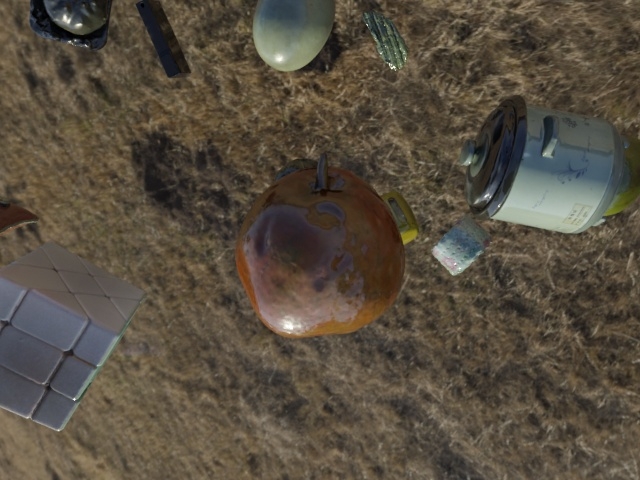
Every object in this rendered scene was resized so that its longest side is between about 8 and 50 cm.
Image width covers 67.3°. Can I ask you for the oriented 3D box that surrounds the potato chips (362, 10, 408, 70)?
[{"bbox_3d":[0.210,-0.630,1.498,0.092,0.028,0.207,-17,121,31],"label":"potato chips"}]

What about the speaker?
[{"bbox_3d":[-0.463,-0.593,1.422,0.044,0.082,0.218,-18,106,18],"label":"speaker"}]

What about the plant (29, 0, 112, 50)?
[{"bbox_3d":[-0.501,-0.479,0.976,0.256,0.142,0.164,30,108,61],"label":"plant"}]

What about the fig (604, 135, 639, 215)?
[{"bbox_3d":[0.767,-0.177,1.273,0.225,0.203,0.203,-27,90,4],"label":"fig"}]

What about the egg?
[{"bbox_3d":[-0.085,-0.729,1.576,0.258,0.258,0.352,13,77,40],"label":"egg"}]

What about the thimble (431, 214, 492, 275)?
[{"bbox_3d":[0.528,0.021,1.814,0.149,0.185,0.211,44,109,9],"label":"thimble"}]

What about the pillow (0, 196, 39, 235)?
[{"bbox_3d":[-0.699,-0.047,0.965,0.171,0.179,0.075,15,116,2],"label":"pillow"}]

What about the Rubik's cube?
[{"bbox_3d":[-0.707,0.237,1.276,0.319,0.322,0.316,32,98,-14],"label":"Rubik's cube"}]

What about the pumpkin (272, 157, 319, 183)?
[{"bbox_3d":[-0.042,-0.120,1.189,0.125,0.167,0.167,-119,33,-47],"label":"pumpkin"}]

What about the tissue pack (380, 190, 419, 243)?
[{"bbox_3d":[0.246,-0.075,1.599,0.127,0.123,0.178,83,162,-69],"label":"tissue pack"}]

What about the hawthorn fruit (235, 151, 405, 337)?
[{"bbox_3d":[0.000,0.000,0.758,0.277,0.277,0.298,31,135,30],"label":"hawthorn fruit"}]

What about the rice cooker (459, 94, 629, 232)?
[{"bbox_3d":[0.439,-0.152,1.000,0.316,0.316,0.264,-5,66,45],"label":"rice cooker"}]
